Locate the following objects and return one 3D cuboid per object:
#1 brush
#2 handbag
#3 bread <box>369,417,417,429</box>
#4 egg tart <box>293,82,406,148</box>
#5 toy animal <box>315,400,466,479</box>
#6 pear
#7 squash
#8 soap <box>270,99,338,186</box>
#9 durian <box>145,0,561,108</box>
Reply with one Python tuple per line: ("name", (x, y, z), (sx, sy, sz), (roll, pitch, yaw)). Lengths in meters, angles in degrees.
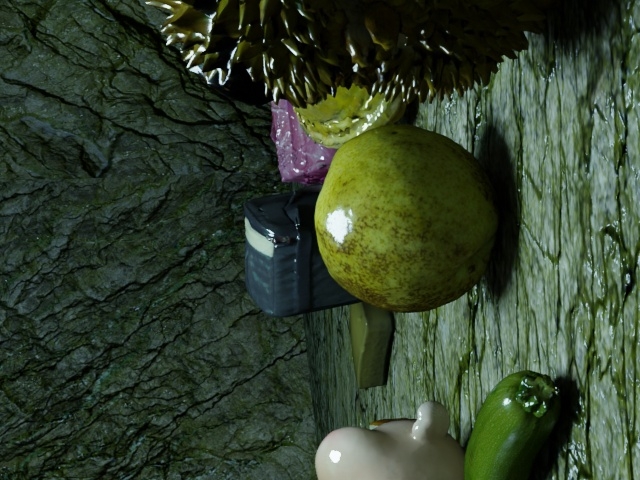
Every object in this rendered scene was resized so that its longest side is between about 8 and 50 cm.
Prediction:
("brush", (0.086, 0.157, 1.994), (0.197, 0.059, 0.123), (93, 170, -49))
("handbag", (0.000, 0.000, 1.824), (0.181, 0.254, 0.181), (-130, 37, -56))
("bread", (0.127, 0.283, 1.671), (0.109, 0.062, 0.043), (6, 104, 42))
("egg tart", (0.016, -0.273, 1.636), (0.294, 0.123, 0.294), (1, 91, 51))
("toy animal", (0.066, 0.301, 1.300), (0.345, 0.277, 0.247), (94, -175, -72))
("pear", (0.096, -0.021, 1.184), (0.197, 0.197, 0.197), (177, 90, -85))
("squash", (0.171, 0.186, 1.055), (0.258, 0.069, 0.069), (95, 171, -51))
("soap", (0.013, -0.257, 1.844), (0.220, 0.127, 0.325), (-17, 76, 51))
("durian", (0.027, -0.252, 0.920), (0.384, 0.347, 0.348), (-100, 9, -50))
